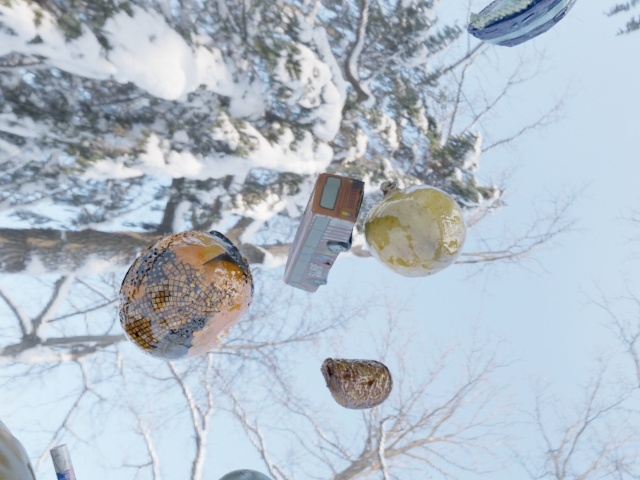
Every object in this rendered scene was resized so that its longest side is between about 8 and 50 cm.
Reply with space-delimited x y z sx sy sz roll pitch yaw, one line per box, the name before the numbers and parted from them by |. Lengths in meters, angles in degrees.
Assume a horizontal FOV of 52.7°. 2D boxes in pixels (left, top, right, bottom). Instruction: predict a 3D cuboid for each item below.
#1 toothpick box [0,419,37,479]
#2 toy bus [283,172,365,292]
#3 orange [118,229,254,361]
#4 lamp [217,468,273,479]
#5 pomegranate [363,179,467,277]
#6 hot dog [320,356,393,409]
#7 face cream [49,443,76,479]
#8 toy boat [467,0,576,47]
toothpick box | -0.692 0.463 1.071 0.425 0.409 0.409 20 -86 38
toy bus | 0.000 0.000 1.213 0.092 0.409 0.093 13 -113 -6
orange | -0.219 0.092 1.060 0.182 0.234 0.234 42 -73 4
lamp | -0.092 0.326 0.767 0.105 0.105 0.105 -5 -100 32
pomegranate | 0.166 -0.025 1.171 0.196 0.196 0.196 -5 -100 32
hot dog | 0.063 0.253 1.170 0.065 0.147 0.099 -56 -138 29
face cream | -0.488 0.459 1.243 0.034 0.034 0.130 -15 -91 30
toy boat | 0.262 -0.408 0.867 0.220 0.291 0.067 -36 -137 7
